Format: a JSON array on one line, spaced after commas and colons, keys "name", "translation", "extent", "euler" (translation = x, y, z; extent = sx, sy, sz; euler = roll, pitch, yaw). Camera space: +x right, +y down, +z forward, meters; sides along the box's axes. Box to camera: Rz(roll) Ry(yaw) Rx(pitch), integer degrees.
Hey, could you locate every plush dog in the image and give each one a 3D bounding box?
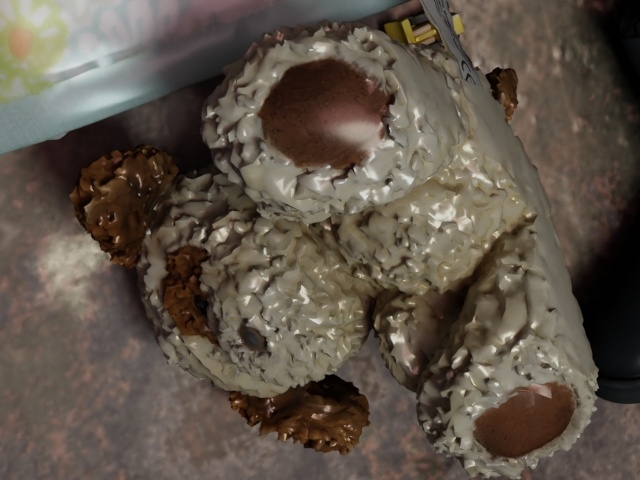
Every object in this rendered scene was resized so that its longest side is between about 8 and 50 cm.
[{"name": "plush dog", "translation": [0.000, 0.000, 0.720], "extent": [0.225, 0.210, 0.262], "euler": [-25, 116, 24]}]

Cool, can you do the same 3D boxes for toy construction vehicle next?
[{"name": "toy construction vehicle", "translation": [0.050, -0.085, 0.798], "extent": [0.098, 0.035, 0.086], "euler": [-24, 108, -16]}]

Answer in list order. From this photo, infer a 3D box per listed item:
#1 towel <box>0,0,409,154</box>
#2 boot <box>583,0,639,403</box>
[{"name": "towel", "translation": [-0.068, -0.248, 0.693], "extent": [0.374, 0.090, 0.320], "euler": [-24, 107, -17]}, {"name": "boot", "translation": [0.222, -0.048, 0.840], "extent": [0.246, 0.094, 0.207], "euler": [-38, 115, -18]}]
